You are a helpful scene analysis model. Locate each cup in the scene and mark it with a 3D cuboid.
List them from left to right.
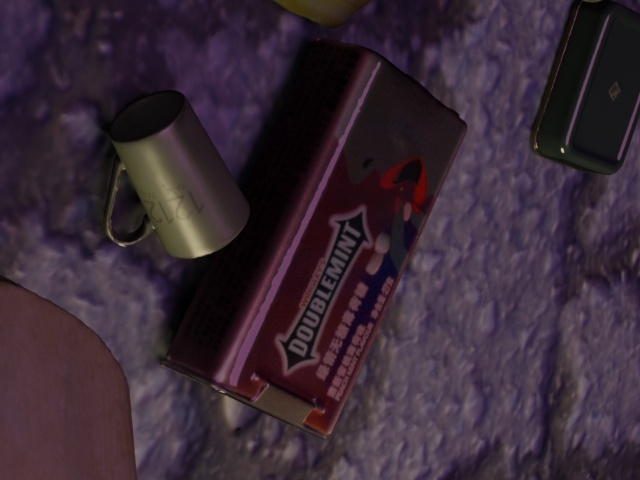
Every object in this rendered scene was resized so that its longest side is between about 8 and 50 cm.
[{"bbox_3d":[-0.089,-0.036,0.859,0.054,0.075,0.083,-79,149,-50],"label":"cup"}]

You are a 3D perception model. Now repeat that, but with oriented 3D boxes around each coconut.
[{"bbox_3d":[-0.178,0.129,0.687,0.202,0.222,0.202,-3,136,-3],"label":"coconut"}]

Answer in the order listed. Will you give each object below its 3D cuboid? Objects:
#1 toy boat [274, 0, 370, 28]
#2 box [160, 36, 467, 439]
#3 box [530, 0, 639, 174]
[{"bbox_3d":[0.043,-0.259,0.877,0.111,0.084,0.276,18,92,-45],"label":"toy boat"},{"bbox_3d":[0.000,0.000,0.938,0.120,0.069,0.224,29,83,-46],"label":"box"},{"bbox_3d":[0.207,-0.113,1.128,0.091,0.031,0.126,16,94,-46],"label":"box"}]
